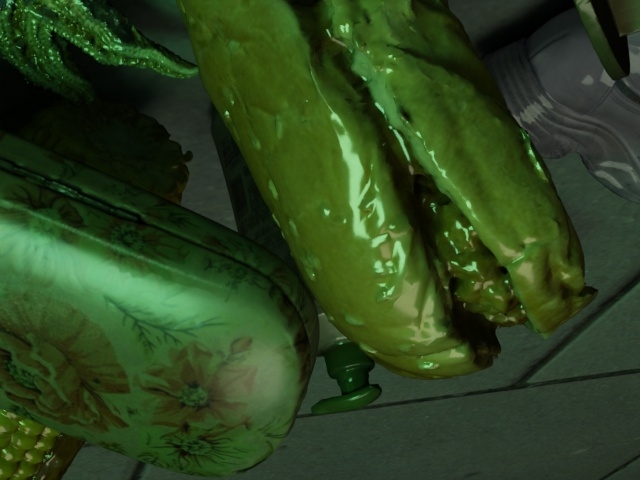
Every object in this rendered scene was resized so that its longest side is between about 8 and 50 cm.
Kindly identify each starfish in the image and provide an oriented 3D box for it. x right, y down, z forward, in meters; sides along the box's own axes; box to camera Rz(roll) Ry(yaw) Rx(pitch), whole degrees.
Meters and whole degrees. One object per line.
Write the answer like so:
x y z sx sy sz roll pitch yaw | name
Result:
-0.152 -0.135 0.675 0.176 0.053 0.208 -30 151 34 | starfish

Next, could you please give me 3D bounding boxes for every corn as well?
-0.224 0.082 0.819 0.144 0.144 0.387 19 105 -50 | corn

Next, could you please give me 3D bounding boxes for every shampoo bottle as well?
0.000 0.000 0.829 0.118 0.234 0.087 -23 155 21 | shampoo bottle

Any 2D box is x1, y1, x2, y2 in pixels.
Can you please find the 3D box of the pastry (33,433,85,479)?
-0.243 0.123 1.020 0.132 0.235 0.240 32 155 -5 | pastry

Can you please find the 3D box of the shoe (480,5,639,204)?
0.235 -0.105 0.899 0.245 0.095 0.137 17 145 -38 | shoe

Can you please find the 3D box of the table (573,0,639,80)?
0.224 -0.191 0.588 0.226 0.167 0.167 -17 156 21 | table

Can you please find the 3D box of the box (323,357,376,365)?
0.112 0.045 1.196 0.155 0.067 0.243 1 152 -26 | box

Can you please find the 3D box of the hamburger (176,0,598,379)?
0.027 -0.062 0.658 0.144 0.283 0.259 -25 172 9 | hamburger

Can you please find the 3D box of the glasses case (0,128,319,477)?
-0.205 0.004 0.672 0.425 0.098 0.156 22 130 1 | glasses case
